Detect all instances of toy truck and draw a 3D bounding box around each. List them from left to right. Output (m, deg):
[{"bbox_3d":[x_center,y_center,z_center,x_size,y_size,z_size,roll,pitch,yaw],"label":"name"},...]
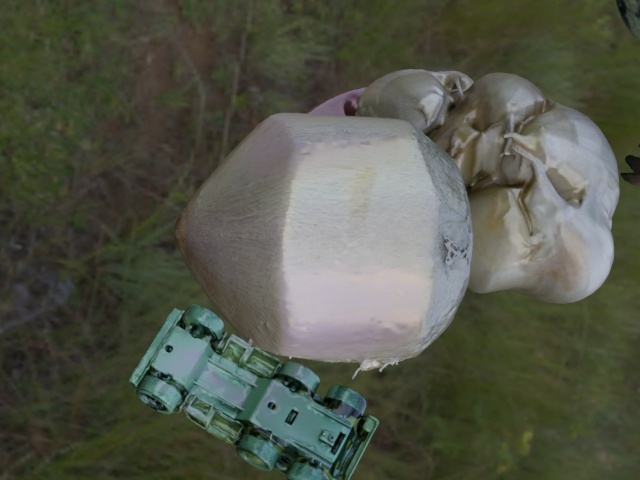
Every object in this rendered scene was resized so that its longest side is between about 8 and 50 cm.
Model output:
[{"bbox_3d":[-0.082,0.191,1.361,0.128,0.259,0.135,-60,-179,-25],"label":"toy truck"}]

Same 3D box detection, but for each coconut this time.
[{"bbox_3d":[0.000,0.000,1.010,0.224,0.234,0.224,170,-90,-82],"label":"coconut"}]

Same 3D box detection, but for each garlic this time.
[{"bbox_3d":[0.173,-0.070,1.148,0.185,0.281,0.203,-29,158,-7],"label":"garlic"}]

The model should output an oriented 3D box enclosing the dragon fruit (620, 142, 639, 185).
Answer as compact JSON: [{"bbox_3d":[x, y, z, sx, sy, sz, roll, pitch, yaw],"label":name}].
[{"bbox_3d":[0.373,-0.090,1.179,0.142,0.121,0.130,-39,145,-31],"label":"dragon fruit"}]

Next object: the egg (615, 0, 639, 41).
[{"bbox_3d":[0.316,-0.239,1.033,0.141,0.141,0.181,-49,135,-53],"label":"egg"}]

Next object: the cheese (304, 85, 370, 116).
[{"bbox_3d":[0.007,-0.083,1.481,0.128,0.177,0.203,145,-54,-59],"label":"cheese"}]
